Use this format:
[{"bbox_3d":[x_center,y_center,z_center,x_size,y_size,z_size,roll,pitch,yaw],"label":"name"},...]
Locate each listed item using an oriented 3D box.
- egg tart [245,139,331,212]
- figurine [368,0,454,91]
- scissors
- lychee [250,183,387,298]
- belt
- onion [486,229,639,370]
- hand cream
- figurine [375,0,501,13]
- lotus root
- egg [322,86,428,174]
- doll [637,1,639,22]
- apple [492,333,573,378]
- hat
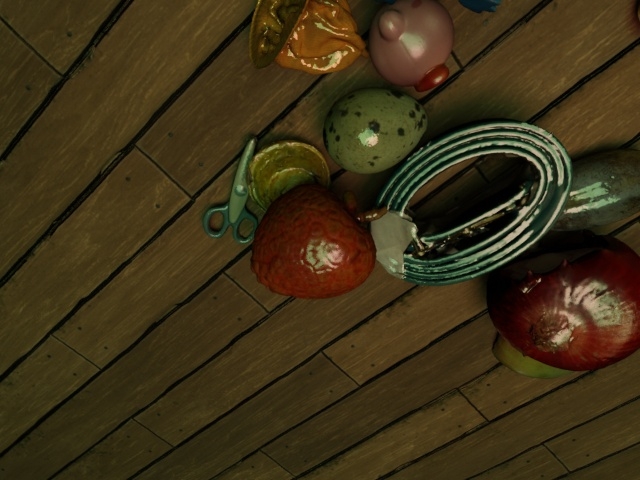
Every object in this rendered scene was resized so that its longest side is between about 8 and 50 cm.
[{"bbox_3d":[-0.071,-0.131,0.997,0.213,0.090,0.212,-4,123,-6],"label":"egg tart"},{"bbox_3d":[0.174,-0.389,0.831,0.174,0.173,0.173,1,116,2],"label":"figurine"},{"bbox_3d":[-0.198,-0.119,1.046,0.138,0.041,0.289,14,117,-14],"label":"scissors"},{"bbox_3d":[0.000,0.000,0.895,0.300,0.255,0.255,-42,108,6],"label":"lychee"},{"bbox_3d":[0.306,-0.085,0.942,0.437,0.173,0.300,-34,92,20],"label":"belt"},{"bbox_3d":[0.573,0.147,0.996,0.342,0.341,0.340,1,116,2],"label":"onion"},{"bbox_3d":[0.411,-0.103,1.031,0.086,0.055,0.235,41,118,-14],"label":"hand cream"},{"bbox_3d":[0.202,-0.506,0.684,0.298,0.416,0.242,17,136,34],"label":"figurine"},{"bbox_3d":[0.586,-0.097,0.972,0.323,0.140,0.158,-20,114,14],"label":"lotus root"},{"bbox_3d":[0.117,-0.235,0.906,0.228,0.177,0.176,-16,115,-7],"label":"egg"},{"bbox_3d":[0.759,-0.524,0.724,0.340,0.209,0.317,-1,109,5],"label":"doll"},{"bbox_3d":[0.629,0.326,1.191,0.265,0.120,0.193,0,127,5],"label":"apple"},{"bbox_3d":[0.014,-0.425,0.851,0.233,0.244,0.234,13,153,-37],"label":"hat"}]
